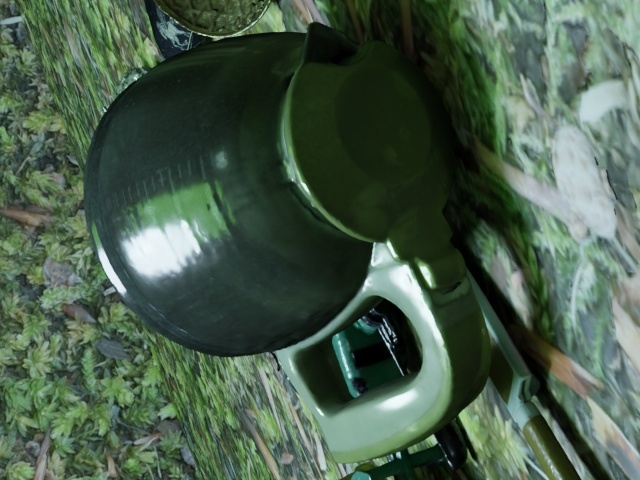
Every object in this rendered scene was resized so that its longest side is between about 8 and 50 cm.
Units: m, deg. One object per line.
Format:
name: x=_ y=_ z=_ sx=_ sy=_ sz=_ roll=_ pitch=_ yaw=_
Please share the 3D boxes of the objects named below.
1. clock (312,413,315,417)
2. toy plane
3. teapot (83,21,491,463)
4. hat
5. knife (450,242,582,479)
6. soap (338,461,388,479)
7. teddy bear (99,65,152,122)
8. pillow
clock: x=0.001 y=0.119 z=1.467 sx=0.110 sy=0.050 sz=0.152 roll=59 pitch=162 yaw=30
toy plane: x=0.037 y=0.107 z=1.246 sx=0.155 sy=0.106 sz=0.381 roll=-38 pitch=68 yaw=62
teapot: x=-0.019 y=-0.006 z=0.985 sx=0.239 sy=0.239 sz=0.321 roll=-19 pitch=68 yaw=54
hat: x=-0.092 y=-0.265 z=1.248 sx=0.146 sy=0.067 sz=0.146 roll=14 pitch=124 yaw=21
knife: x=0.143 y=0.101 z=0.983 sx=0.061 sy=0.027 sz=0.343 roll=86 pitch=160 yaw=-54
soap: x=0.099 y=0.425 z=1.290 sx=0.306 sy=0.115 sz=0.427 roll=-9 pitch=-94 yaw=-84
teddy bear: x=-0.243 y=-0.129 z=1.866 sx=0.133 sy=0.111 sz=0.213 roll=-174 pitch=64 yaw=-78
pillow: x=-0.157 y=-0.266 z=1.483 sx=0.208 sy=0.055 sz=0.141 roll=121 pitch=134 yaw=-71
